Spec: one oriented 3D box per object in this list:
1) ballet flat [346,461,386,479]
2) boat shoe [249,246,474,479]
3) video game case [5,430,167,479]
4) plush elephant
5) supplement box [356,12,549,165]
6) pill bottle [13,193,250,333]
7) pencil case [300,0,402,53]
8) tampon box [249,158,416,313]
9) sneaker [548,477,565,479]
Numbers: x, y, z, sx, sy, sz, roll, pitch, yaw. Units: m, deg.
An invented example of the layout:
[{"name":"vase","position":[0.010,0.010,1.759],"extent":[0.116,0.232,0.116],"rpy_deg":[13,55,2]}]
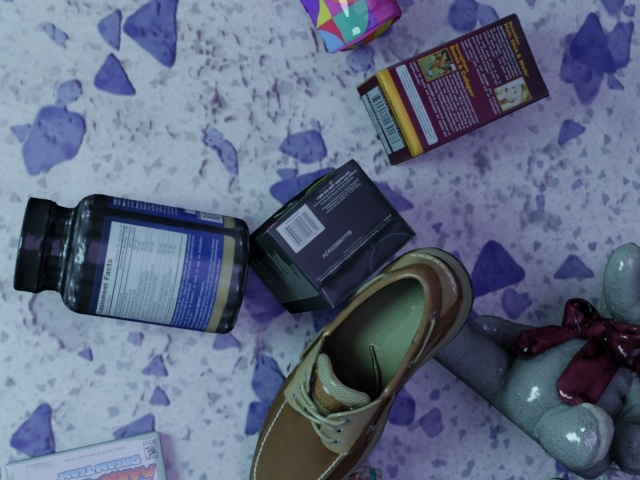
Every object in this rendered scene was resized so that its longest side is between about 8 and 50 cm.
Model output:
[{"name":"ballet flat","position":[0.018,0.358,1.059],"extent":[0.091,0.077,0.241],"rpy_deg":[14,82,-5]},{"name":"boat shoe","position":[0.023,0.140,0.997],"extent":[0.122,0.120,0.324],"rpy_deg":[38,105,17]},{"name":"video game case","position":[-0.232,0.283,1.017],"extent":[0.157,0.019,0.143],"rpy_deg":[-10,89,-18]},{"name":"plush elephant","position":[0.316,0.121,1.078],"extent":[0.255,0.272,0.330],"rpy_deg":[-51,130,-1]},{"name":"supplement box","position":[0.152,-0.172,1.134],"extent":[0.188,0.081,0.104],"rpy_deg":[-25,93,-17]},{"name":"pill bottle","position":[-0.188,0.020,0.992],"extent":[0.219,0.123,0.123],"rpy_deg":[10,83,-12]},{"name":"pencil case","position":[-0.004,-0.322,1.091],"extent":[0.104,0.104,0.236],"rpy_deg":[-32,94,-17]},{"name":"tampon box","position":[0.000,0.000,1.033],"extent":[0.120,0.161,0.101],"rpy_deg":[-41,96,-17]},{"name":"sneaker","position":[0.327,0.344,1.173],"extent":[0.170,0.068,0.071],"rpy_deg":[29,94,-5]}]
